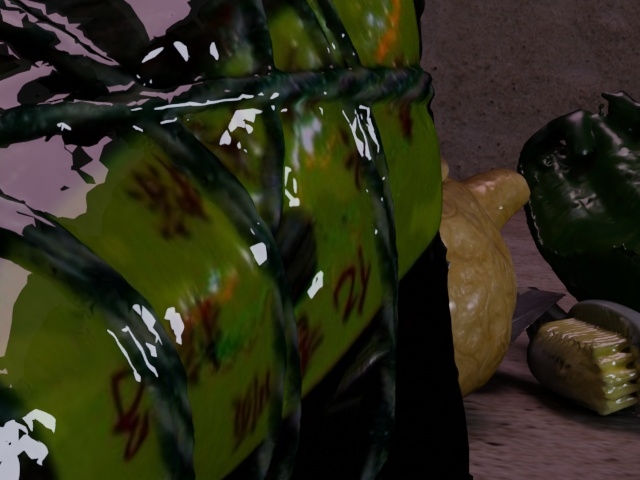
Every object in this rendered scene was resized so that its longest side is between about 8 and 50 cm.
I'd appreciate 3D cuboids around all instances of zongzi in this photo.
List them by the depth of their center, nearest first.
[{"bbox_3d":[-0.063,0.037,0.561,0.319,0.362,0.383,16,48,45],"label":"zongzi"}]

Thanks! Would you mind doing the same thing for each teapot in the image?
[{"bbox_3d":[0.000,0.000,0.872,0.311,0.167,0.203,-6,15,-39],"label":"teapot"}]

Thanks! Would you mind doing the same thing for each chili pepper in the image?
[{"bbox_3d":[0.287,0.013,1.043,0.213,0.167,0.385,-33,35,-10],"label":"chili pepper"}]

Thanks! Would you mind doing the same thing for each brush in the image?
[{"bbox_3d":[0.157,0.072,1.029,0.060,0.068,0.297,-15,5,-6],"label":"brush"}]

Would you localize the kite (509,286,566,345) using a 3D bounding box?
[{"bbox_3d":[0.000,0.044,1.065,0.310,0.015,0.169,7,24,39],"label":"kite"}]
